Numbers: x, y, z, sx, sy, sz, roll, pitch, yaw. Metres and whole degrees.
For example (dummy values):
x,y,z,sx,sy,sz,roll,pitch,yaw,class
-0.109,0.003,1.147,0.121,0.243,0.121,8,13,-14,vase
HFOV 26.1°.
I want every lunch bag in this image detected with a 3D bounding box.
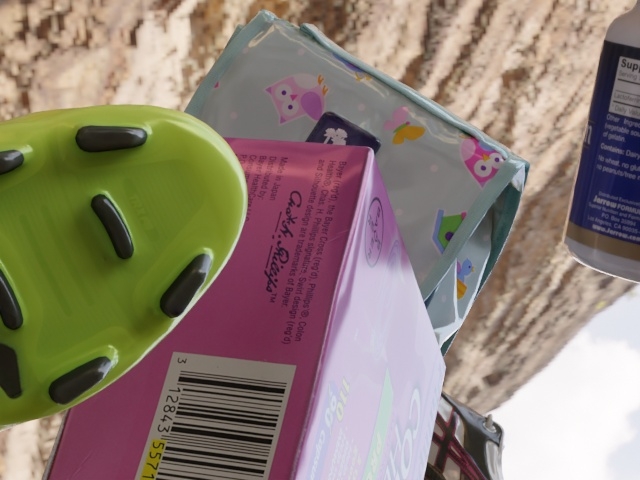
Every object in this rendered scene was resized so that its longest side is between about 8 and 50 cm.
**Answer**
x,y,z,sx,sy,sz,roll,pitch,yaw,class
0.000,0.000,0.955,0.223,0.160,0.262,33,-61,18,lunch bag

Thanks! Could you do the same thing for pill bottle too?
x,y,z,sx,sy,sz,roll,pitch,yaw,class
0.295,-0.102,1.121,0.153,0.153,0.265,19,-76,39,pill bottle

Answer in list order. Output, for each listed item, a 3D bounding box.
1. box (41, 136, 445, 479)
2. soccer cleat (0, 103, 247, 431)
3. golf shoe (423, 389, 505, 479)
x,y,z,sx,sy,sz,roll,pitch,yaw,class
-0.025,0.102,0.723,0.117,0.243,0.214,5,-120,17,box
-0.155,0.043,0.452,0.093,0.289,0.121,55,-2,-13,soccer cleat
0.099,0.178,1.266,0.105,0.120,0.273,96,-27,-62,golf shoe
